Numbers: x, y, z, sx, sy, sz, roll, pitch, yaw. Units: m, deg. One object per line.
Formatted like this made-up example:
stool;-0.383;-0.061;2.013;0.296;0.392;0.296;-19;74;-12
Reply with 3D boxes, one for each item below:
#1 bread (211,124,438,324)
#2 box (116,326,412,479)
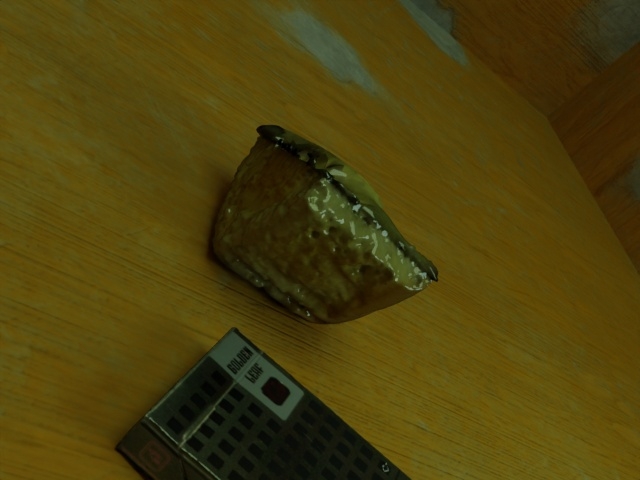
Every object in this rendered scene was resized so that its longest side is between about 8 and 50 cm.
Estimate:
bread;0.000;0.000;0.999;0.204;0.162;0.262;37;4;-22
box;0.006;0.220;0.766;0.325;0.047;0.180;40;25;2
